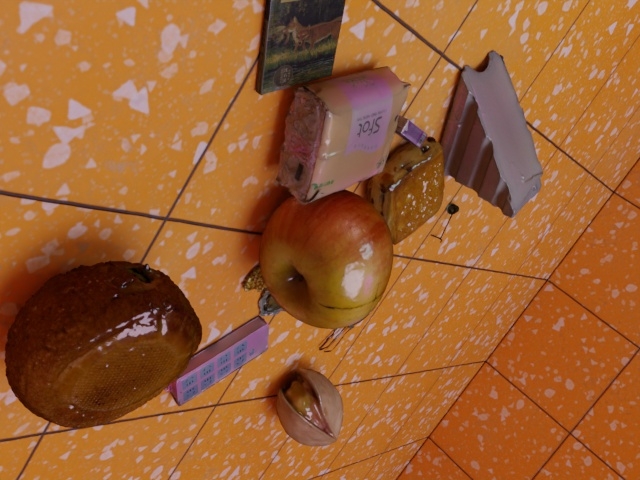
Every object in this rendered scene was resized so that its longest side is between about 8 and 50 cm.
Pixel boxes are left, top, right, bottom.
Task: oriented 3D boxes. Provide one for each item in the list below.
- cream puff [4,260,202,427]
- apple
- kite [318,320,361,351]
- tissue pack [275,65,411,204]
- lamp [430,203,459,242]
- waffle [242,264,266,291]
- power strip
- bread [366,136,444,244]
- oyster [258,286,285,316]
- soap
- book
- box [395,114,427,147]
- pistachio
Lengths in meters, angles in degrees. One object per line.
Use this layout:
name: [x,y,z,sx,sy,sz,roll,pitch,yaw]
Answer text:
cream puff: [-0.352,0.150,1.108,0.303,0.212,0.303,-27,148,-19]
apple: [0.017,0.032,1.401,0.233,0.286,0.286,-34,149,-43]
kite: [0.084,0.239,2.003,0.229,0.016,0.127,-46,148,-7]
tissue pack: [0.040,-0.204,1.309,0.256,0.123,0.215,-28,144,-45]
lamp: [0.368,-0.053,2.026,0.054,0.041,0.121,-8,128,-62]
waffle: [-0.131,0.083,1.522,0.078,0.016,0.085,-50,152,3]
power strip: [-0.229,0.273,1.591,0.278,0.037,0.109,-30,145,-31]
bread: [0.199,-0.118,1.658,0.210,0.099,0.235,-38,144,-23]
oyster: [-0.111,0.141,1.612,0.098,0.037,0.100,11,138,-37]
soap: [0.433,-0.247,1.655,0.158,0.258,0.302,-28,144,-30]
book: [-0.029,-0.355,1.135,0.160,0.024,0.228,-24,143,-34]
box: [0.189,-0.243,1.536,0.117,0.050,0.036,17,103,-58]
pistachio: [-0.026,0.479,1.963,0.187,0.187,0.299,-42,146,-12]
